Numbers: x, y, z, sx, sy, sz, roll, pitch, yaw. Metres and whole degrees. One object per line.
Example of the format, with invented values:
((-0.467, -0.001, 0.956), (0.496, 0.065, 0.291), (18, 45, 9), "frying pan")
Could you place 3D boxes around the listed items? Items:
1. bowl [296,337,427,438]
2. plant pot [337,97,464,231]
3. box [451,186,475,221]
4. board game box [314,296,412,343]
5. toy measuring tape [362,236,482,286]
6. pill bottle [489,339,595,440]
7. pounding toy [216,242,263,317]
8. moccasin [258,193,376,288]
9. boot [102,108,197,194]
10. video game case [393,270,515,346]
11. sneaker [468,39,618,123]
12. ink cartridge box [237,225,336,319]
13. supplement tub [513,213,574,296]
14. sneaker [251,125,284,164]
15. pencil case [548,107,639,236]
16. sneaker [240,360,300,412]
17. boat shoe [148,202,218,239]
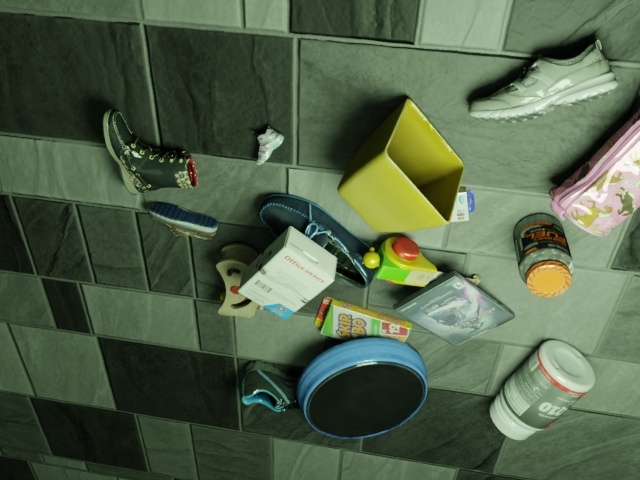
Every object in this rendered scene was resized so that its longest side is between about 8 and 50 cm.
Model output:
((0.128, 0.444, 1.709), (0.392, 0.077, 0.391), (-6, 129, -7), "bowl")
((0.164, -0.140, 1.284), (0.187, 0.212, 0.212), (-26, 118, 42), "plant pot")
((0.298, -0.082, 1.396), (0.136, 0.028, 0.081), (-4, 125, 16), "box")
((0.117, 0.247, 1.672), (0.260, 0.039, 0.124), (19, 126, 1), "board game box")
((0.252, 0.056, 1.482), (0.330, 0.121, 0.121), (8, 130, -23), "toy measuring tape")
((0.602, 0.421, 1.615), (0.161, 0.161, 0.283), (22, 127, -5), "pill bottle")
((-0.217, 0.117, 1.566), (0.154, 0.154, 0.269), (22, 127, -10), "pounding toy")
((0.000, 0.000, 1.460), (0.342, 0.116, 0.137), (27, 127, -8), "moccasin")
((-0.406, -0.214, 1.411), (0.179, 0.085, 0.236), (-1, 132, 10), "boot")
((0.353, 0.186, 1.533), (0.274, 0.026, 0.196), (32, 127, -33), "video game case")
((0.436, -0.312, 1.178), (0.282, 0.105, 0.115), (-12, 88, 24), "sneaker")
((-0.079, 0.082, 1.410), (0.148, 0.085, 0.203), (35, 127, -19), "ink cartridge box")
((0.508, 0.034, 1.334), (0.117, 0.190, 0.116), (5, 126, 7), "supplement tub")
((-0.139, -0.229, 1.375), (0.069, 0.038, 0.098), (39, 114, -14), "sneaker")
((0.642, -0.176, 1.175), (0.167, 0.160, 0.386), (32, 127, -2), "pencil case")
((-0.083, 0.487, 1.820), (0.341, 0.139, 0.125), (11, 124, 2), "sneaker")
((-0.364, -0.042, 1.538), (0.183, 0.066, 0.066), (18, 128, -2), "boat shoe")
